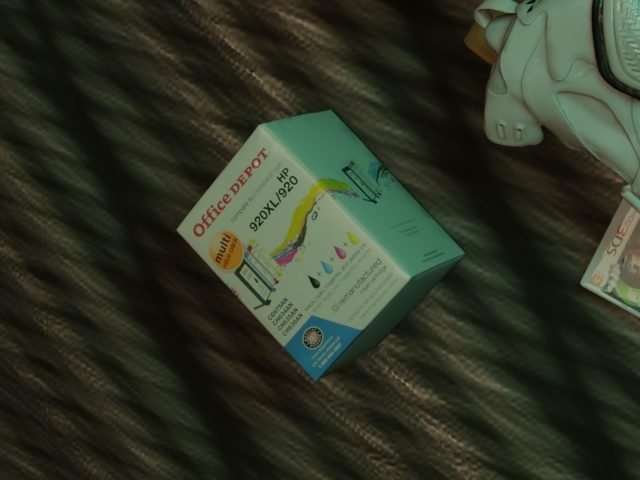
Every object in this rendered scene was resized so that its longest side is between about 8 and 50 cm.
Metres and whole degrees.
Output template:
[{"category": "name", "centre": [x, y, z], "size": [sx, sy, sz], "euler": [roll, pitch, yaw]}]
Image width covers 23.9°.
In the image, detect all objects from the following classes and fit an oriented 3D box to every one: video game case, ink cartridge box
[{"category": "video game case", "centre": [0.388, 0.016, 1.563], "size": [0.190, 0.022, 0.173], "euler": [30, 110, 18]}, {"category": "ink cartridge box", "centre": [0.000, 0.000, 1.659], "size": [0.232, 0.168, 0.171], "euler": [47, 115, 12]}]

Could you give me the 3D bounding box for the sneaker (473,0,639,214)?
[{"category": "sneaker", "centre": [0.293, -0.110, 1.468], "size": [0.210, 0.137, 0.366], "euler": [-2, 131, 42]}]

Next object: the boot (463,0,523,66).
[{"category": "boot", "centre": [0.304, -0.254, 1.526], "size": [0.236, 0.089, 0.269], "euler": [41, 113, 27]}]
